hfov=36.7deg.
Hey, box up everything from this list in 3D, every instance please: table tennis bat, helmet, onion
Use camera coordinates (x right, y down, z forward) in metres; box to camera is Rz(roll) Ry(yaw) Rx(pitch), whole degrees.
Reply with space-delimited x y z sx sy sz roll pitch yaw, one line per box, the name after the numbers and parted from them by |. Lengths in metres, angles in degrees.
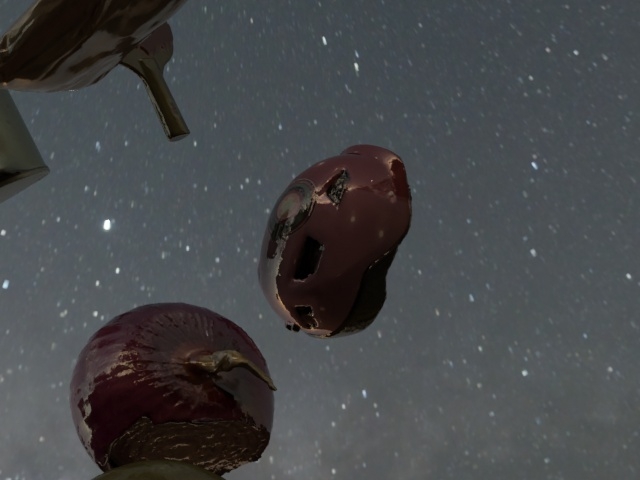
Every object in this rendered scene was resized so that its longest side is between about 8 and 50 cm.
-0.201 -0.216 1.050 0.022 0.131 0.234 -28 -95 35 | table tennis bat
0.000 0.000 1.240 0.154 0.198 0.253 0 -83 -36 | helmet
-0.157 0.151 1.011 0.207 0.200 0.200 -16 -59 -14 | onion

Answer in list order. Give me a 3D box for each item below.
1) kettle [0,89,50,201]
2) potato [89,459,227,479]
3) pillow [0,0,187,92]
-0.550 -0.178 1.326 0.265 0.205 0.318 -26 -84 26 | kettle
-0.156 0.278 0.777 0.235 0.160 0.177 -21 -103 -7 | potato
-0.179 -0.228 0.877 0.270 0.173 0.067 -40 -97 19 | pillow
